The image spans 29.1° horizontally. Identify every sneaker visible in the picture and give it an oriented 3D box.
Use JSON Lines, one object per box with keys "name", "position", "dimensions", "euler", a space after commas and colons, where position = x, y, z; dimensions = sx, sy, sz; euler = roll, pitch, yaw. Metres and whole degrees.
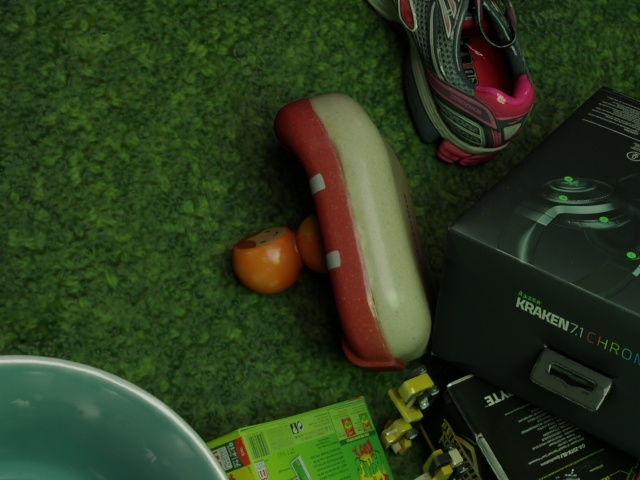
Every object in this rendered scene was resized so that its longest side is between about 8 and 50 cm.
{"name": "sneaker", "position": [0.115, -0.221, 1.097], "dimensions": [0.121, 0.112, 0.299], "euler": [-18, 79, -21]}

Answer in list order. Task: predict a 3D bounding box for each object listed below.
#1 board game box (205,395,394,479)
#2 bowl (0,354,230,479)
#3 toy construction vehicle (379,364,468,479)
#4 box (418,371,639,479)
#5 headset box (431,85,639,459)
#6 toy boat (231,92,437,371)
{"name": "board game box", "position": [-0.011, 0.176, 0.918], "dimensions": [0.181, 0.043, 0.092], "euler": [-2, 70, -60]}
{"name": "bowl", "position": [-0.209, 0.246, 0.831], "dimensions": [0.311, 0.163, 0.311], "euler": [5, 72, -15]}
{"name": "toy construction vehicle", "position": [0.073, 0.158, 0.968], "dimensions": [0.035, 0.098, 0.086], "euler": [-17, 65, -29]}
{"name": "box", "position": [0.278, 0.185, 0.995], "dimensions": [0.322, 0.079, 0.257], "euler": [-19, 67, -26]}
{"name": "headset box", "position": [0.255, 0.029, 0.954], "dimensions": [0.246, 0.131, 0.283], "euler": [25, 43, 25]}
{"name": "toy boat", "position": [0.000, 0.000, 0.998], "dimensions": [0.151, 0.151, 0.231], "euler": [-15, 77, 10]}
